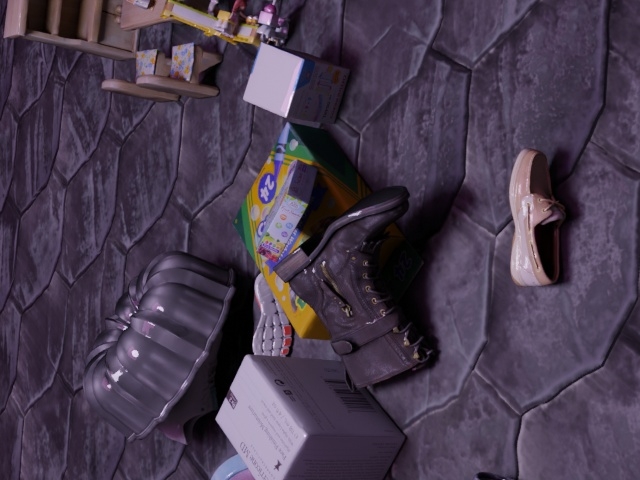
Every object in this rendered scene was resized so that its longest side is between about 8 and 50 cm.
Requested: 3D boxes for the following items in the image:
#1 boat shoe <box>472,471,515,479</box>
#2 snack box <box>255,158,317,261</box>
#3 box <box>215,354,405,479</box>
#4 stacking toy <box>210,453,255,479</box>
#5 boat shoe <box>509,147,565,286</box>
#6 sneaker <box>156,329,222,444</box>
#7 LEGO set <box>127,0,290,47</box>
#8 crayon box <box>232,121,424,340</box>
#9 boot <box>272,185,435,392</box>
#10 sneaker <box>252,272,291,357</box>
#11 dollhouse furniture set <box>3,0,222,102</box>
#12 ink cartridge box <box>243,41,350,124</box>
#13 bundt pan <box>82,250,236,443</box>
[{"bbox_3d":[0.274,0.323,1.301,0.301,0.108,0.102,4,88,59],"label":"boat shoe"},{"bbox_3d":[-0.046,-0.044,1.626,0.100,0.037,0.141,-62,7,24],"label":"snack box"},{"bbox_3d":[-0.016,0.260,1.609,0.181,0.182,0.119,47,119,45],"label":"box"},{"bbox_3d":[-0.166,0.425,1.675,0.130,0.280,0.309,-115,32,-50],"label":"stacking toy"},{"bbox_3d":[0.268,-0.027,1.403,0.059,0.063,0.170,3,95,49],"label":"boat shoe"},{"bbox_3d":[-0.201,0.243,1.950,0.094,0.080,0.212,33,104,24],"label":"sneaker"},{"bbox_3d":[-0.172,-0.401,1.940,0.287,0.132,0.107,19,90,18],"label":"LEGO set"},{"bbox_3d":[0.000,0.000,1.716,0.203,0.083,0.323,-59,44,26],"label":"crayon box"},{"bbox_3d":[0.078,0.070,1.553,0.263,0.091,0.229,-36,92,39],"label":"boot"},{"bbox_3d":[-0.079,0.128,1.831,0.065,0.061,0.158,145,128,-76],"label":"sneaker"},{"bbox_3d":[-0.375,-0.451,2.131,0.394,0.256,0.362,2,86,52],"label":"dollhouse furniture set"},{"bbox_3d":[-0.029,-0.235,1.758,0.090,0.143,0.092,26,105,33],"label":"ink cartridge box"},{"bbox_3d":[-0.277,0.154,1.891,0.331,0.124,0.331,-50,17,22],"label":"bundt pan"}]
